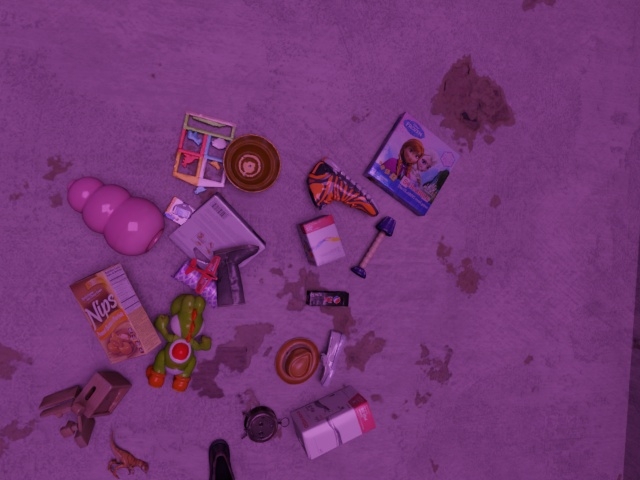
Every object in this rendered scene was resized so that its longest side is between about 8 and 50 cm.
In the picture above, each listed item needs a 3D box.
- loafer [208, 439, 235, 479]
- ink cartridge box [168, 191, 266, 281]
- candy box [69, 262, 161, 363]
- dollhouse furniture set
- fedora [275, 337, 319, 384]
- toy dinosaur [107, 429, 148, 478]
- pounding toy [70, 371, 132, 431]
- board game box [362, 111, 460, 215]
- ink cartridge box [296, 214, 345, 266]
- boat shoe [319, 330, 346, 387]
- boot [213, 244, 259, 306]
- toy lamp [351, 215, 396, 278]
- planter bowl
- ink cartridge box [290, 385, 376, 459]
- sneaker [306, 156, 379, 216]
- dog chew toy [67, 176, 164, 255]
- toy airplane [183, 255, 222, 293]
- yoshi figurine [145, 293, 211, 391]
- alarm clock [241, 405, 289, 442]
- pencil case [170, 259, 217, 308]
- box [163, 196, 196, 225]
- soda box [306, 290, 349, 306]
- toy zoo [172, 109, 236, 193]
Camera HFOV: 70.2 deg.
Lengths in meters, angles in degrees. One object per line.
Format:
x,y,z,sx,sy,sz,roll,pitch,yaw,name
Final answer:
-0.373,0.925,1.736,0.108,0.095,0.303,-9,94,-16,loafer
-0.382,-0.003,1.707,0.238,0.060,0.275,-38,110,9,ink cartridge box
-0.706,0.255,1.571,0.182,0.087,0.317,-20,100,25,candy box
-0.876,0.621,1.564,0.123,0.144,0.151,-18,115,-5,dollhouse furniture set
-0.084,0.489,1.817,0.194,0.079,0.195,0,92,-17,fedora
-0.722,0.789,1.654,0.211,0.064,0.112,50,60,-22,toy dinosaur
-0.779,0.541,1.540,0.094,0.206,0.181,33,81,16,pounding toy
0.391,-0.321,1.938,0.318,0.066,0.318,33,82,-15,board game box
0.000,0.000,1.799,0.127,0.128,0.176,-21,97,-15,ink cartridge box
0.032,0.479,1.860,0.075,0.083,0.227,23,73,-6,boat shoe
-0.298,0.129,1.653,0.189,0.076,0.209,-12,78,10,boot
0.226,0.024,1.895,0.080,0.080,0.275,34,82,-15,toy lamp
-0.263,-0.287,1.729,0.217,0.090,0.218,-1,93,-16,planter bowl
0.044,0.709,1.796,0.282,0.207,0.117,-19,96,-16,ink cartridge box
0.076,-0.168,1.833,0.321,0.124,0.180,41,85,-3,sneaker
-0.706,-0.095,1.553,0.331,0.206,0.207,35,82,-7,dog chew toy
-0.423,0.115,1.628,0.151,0.028,0.151,1,74,-3,toy airplane
-0.508,0.348,1.665,0.202,0.203,0.363,25,101,24,yoshi figurine
-0.214,0.725,1.798,0.191,0.064,0.130,1,92,-20,alarm clock
-0.446,0.163,1.695,0.206,0.086,0.088,41,92,-12,pencil case
-0.504,-0.094,1.696,0.136,0.028,0.081,31,83,-14,box
0.029,0.237,1.855,0.168,0.053,0.060,4,92,-16,soda box
-0.437,-0.318,1.707,0.192,0.030,0.294,12,88,-17,toy zoo
